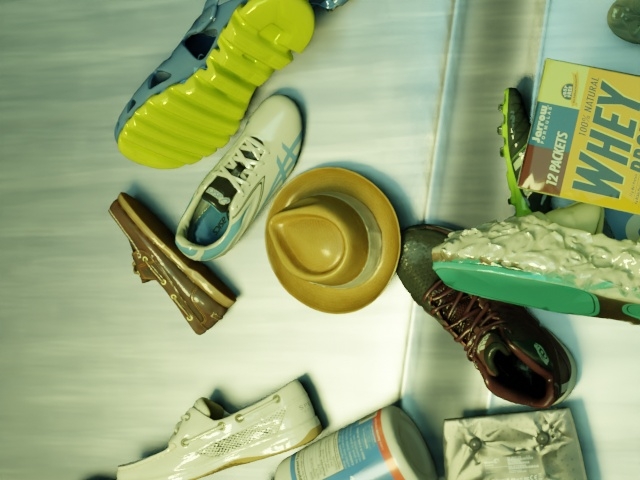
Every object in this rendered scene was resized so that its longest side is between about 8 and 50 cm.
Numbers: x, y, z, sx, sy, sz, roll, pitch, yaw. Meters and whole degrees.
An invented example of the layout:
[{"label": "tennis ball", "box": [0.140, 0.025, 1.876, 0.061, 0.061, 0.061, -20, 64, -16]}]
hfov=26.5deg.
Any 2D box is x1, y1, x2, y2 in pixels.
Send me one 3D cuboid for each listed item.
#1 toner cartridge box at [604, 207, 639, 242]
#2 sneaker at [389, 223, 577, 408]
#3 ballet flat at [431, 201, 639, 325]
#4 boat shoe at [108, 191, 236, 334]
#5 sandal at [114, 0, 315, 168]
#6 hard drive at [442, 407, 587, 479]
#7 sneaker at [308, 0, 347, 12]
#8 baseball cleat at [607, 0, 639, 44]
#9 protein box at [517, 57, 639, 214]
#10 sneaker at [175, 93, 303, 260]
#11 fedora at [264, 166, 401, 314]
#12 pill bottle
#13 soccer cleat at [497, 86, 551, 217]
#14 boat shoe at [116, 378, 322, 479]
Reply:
[{"label": "toner cartridge box", "box": [0.428, -0.010, 1.559, 0.165, 0.075, 0.348, -27, 87, 15]}, {"label": "sneaker", "box": [0.185, 0.089, 1.587, 0.281, 0.162, 0.106, 42, 104, 8]}, {"label": "ballet flat", "box": [0.332, 0.028, 1.501, 0.409, 0.147, 0.147, 13, 98, 11]}, {"label": "boat shoe", "box": [-0.202, 0.031, 1.732, 0.073, 0.073, 0.207, -45, 83, 12]}, {"label": "sandal", "box": [-0.136, -0.215, 1.682, 0.317, 0.126, 0.138, -41, 42, 20]}, {"label": "hard drive", "box": [0.245, 0.330, 1.649, 0.172, 0.054, 0.255, -8, 93, 16]}, {"label": "sneaker", "box": [0.025, -0.312, 1.653, 0.144, 0.053, 0.059, -14, 91, 24]}, {"label": "baseball cleat", "box": [0.425, -0.231, 1.514, 0.206, 0.109, 0.072, 27, 104, 33]}, {"label": "protein box", "box": [0.328, -0.104, 1.433, 0.199, 0.201, 0.136, 14, 98, 14]}, {"label": "sneaker", "box": [-0.099, -0.075, 1.687, 0.085, 0.086, 0.237, 34, 98, 11]}, {"label": "fedora", "box": [0.000, 0.000, 1.653, 0.194, 0.079, 0.194, 0, 89, 30]}, {"label": "pill bottle", "box": [0.022, 0.303, 1.671, 0.221, 0.124, 0.124, -30, 87, 16]}, {"label": "soccer cleat", "box": [0.251, -0.096, 1.613, 0.072, 0.060, 0.179, -9, 99, 6]}, {"label": "boat shoe", "box": [-0.139, 0.245, 1.727, 0.277, 0.098, 0.096, -19, 89, 7]}]
